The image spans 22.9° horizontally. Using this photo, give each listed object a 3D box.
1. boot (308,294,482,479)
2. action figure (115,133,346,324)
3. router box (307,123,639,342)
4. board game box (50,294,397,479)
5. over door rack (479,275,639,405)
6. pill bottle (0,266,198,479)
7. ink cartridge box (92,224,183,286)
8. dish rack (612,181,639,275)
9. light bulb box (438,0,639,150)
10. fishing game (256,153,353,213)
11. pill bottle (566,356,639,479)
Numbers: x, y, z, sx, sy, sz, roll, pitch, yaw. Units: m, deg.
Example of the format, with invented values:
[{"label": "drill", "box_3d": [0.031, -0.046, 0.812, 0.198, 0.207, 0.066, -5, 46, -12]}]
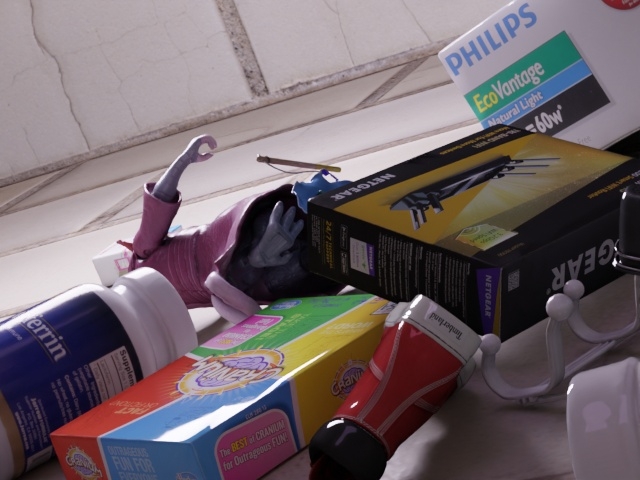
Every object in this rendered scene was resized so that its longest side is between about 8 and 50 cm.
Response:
[{"label": "boot", "box_3d": [0.050, 0.142, 1.316, 0.176, 0.088, 0.244, -53, -7, -6]}, {"label": "action figure", "box_3d": [-0.122, 0.040, 1.908, 0.370, 0.248, 0.276, -8, 44, 40]}, {"label": "router box", "box_3d": [0.177, -0.018, 1.560, 0.243, 0.081, 0.309, 20, 31, 40]}, {"label": "board game box", "box_3d": [-0.066, 0.145, 1.515, 0.316, 0.064, 0.242, -30, 15, -38]}, {"label": "over door rack", "box_3d": [0.307, 0.046, 1.253, 0.239, 0.108, 0.324, -29, 15, -31]}, {"label": "pill bottle", "box_3d": [-0.270, 0.137, 1.675, 0.264, 0.153, 0.153, -28, 14, -32]}, {"label": "ink cartridge box", "box_3d": [-0.274, 0.023, 2.417, 0.122, 0.052, 0.088, -12, 14, 29]}, {"label": "dish rack", "box_3d": [0.377, -0.047, 1.237, 0.208, 0.074, 0.271, 11, 31, 39]}, {"label": "light bulb box", "box_3d": [0.413, -0.276, 2.021, 0.361, 0.225, 0.358, -33, 1, -44]}, {"label": "fishing game", "box_3d": [0.060, -0.031, 1.756, 0.189, 0.041, 0.264, 7, 26, -41]}, {"label": "pill bottle", "box_3d": [0.304, 0.100, 0.849, 0.318, 0.176, 0.176, -15, 13, 20]}]
